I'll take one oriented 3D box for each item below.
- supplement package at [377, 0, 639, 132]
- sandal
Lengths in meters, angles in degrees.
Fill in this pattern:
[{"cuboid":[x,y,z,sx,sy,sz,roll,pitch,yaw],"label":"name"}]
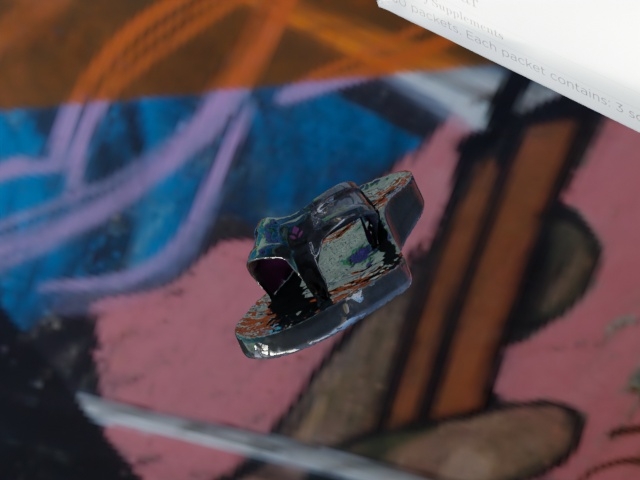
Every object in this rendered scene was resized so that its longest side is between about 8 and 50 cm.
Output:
[{"cuboid":[0.174,-0.147,0.731,0.262,0.145,0.204,30,-122,31],"label":"supplement package"},{"cuboid":[-0.002,0.001,1.834,0.167,0.107,0.446,-26,-169,12],"label":"sandal"}]
